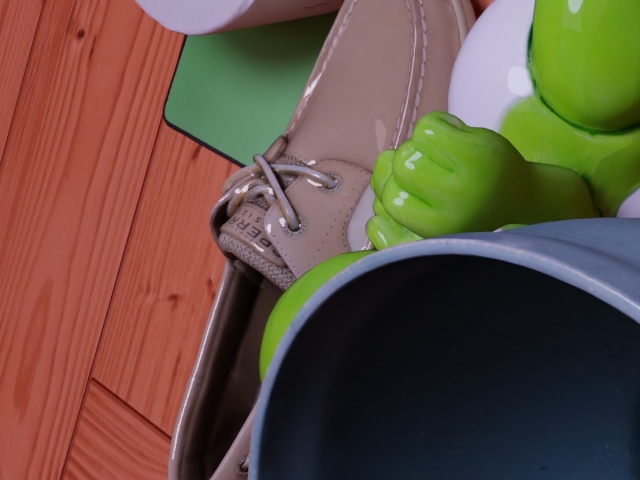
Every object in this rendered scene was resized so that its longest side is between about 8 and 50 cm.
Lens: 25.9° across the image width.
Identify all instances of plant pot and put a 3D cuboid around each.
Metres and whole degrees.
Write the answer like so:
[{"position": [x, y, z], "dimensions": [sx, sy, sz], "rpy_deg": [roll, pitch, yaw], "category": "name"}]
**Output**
[{"position": [0.138, 0.119, 0.492], "dimensions": [0.293, 0.196, 0.293], "rpy_deg": [24, 122, 46], "category": "plant pot"}]

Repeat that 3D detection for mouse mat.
[{"position": [-0.045, -0.129, 0.968], "dimensions": [0.189, 0.007, 0.153], "rpy_deg": [31, 105, 49], "category": "mouse mat"}]

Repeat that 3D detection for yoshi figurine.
[{"position": [0.067, -0.024, 0.646], "dimensions": [0.203, 0.203, 0.362], "rpy_deg": [24, 107, 47], "category": "yoshi figurine"}]

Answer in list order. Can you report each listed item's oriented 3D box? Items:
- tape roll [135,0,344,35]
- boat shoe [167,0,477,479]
[{"position": [-0.057, -0.271, 0.852], "dimensions": [0.286, 0.100, 0.286], "rpy_deg": [30, 128, 49], "category": "tape roll"}, {"position": [0.000, 0.000, 0.795], "dimensions": [0.121, 0.110, 0.341], "rpy_deg": [18, 95, 51], "category": "boat shoe"}]
